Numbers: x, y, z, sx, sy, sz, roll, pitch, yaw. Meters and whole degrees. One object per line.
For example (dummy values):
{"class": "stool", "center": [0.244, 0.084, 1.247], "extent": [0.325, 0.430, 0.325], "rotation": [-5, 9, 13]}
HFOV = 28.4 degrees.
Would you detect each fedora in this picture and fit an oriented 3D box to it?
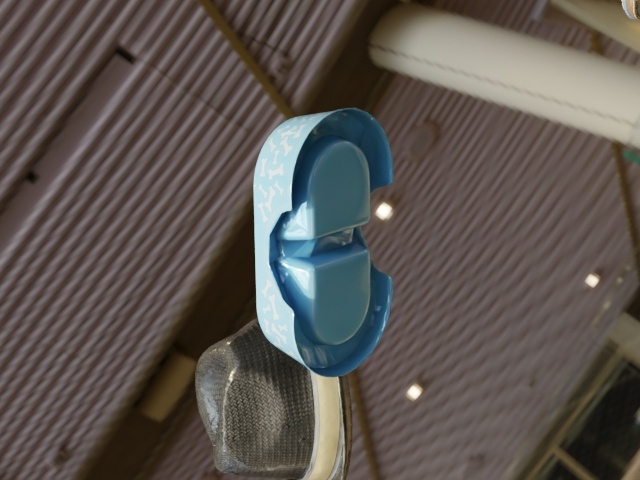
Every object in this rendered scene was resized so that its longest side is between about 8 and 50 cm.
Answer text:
{"class": "fedora", "center": [-0.073, 0.208, 1.643], "extent": [0.153, 0.334, 0.334], "rotation": [-7, -52, -17]}

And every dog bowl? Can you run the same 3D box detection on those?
{"class": "dog bowl", "center": [0.000, 0.000, 1.389], "extent": [0.166, 0.074, 0.297], "rotation": [-17, -69, -46]}

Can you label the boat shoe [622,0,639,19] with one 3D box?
{"class": "boat shoe", "center": [0.478, -0.389, 1.802], "extent": [0.066, 0.066, 0.183], "rotation": [-9, -51, -18]}
